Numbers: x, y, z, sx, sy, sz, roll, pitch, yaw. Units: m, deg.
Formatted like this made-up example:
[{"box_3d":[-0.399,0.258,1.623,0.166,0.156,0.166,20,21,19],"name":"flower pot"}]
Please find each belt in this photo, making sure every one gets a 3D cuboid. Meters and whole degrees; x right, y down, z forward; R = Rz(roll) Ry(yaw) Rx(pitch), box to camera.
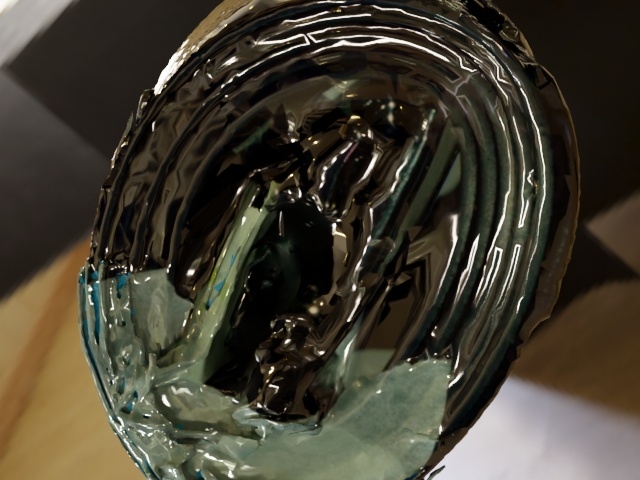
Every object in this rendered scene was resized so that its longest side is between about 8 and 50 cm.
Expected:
[{"box_3d":[0.000,0.000,0.425,0.058,0.105,0.140,-79,11,-73],"name":"belt"}]
